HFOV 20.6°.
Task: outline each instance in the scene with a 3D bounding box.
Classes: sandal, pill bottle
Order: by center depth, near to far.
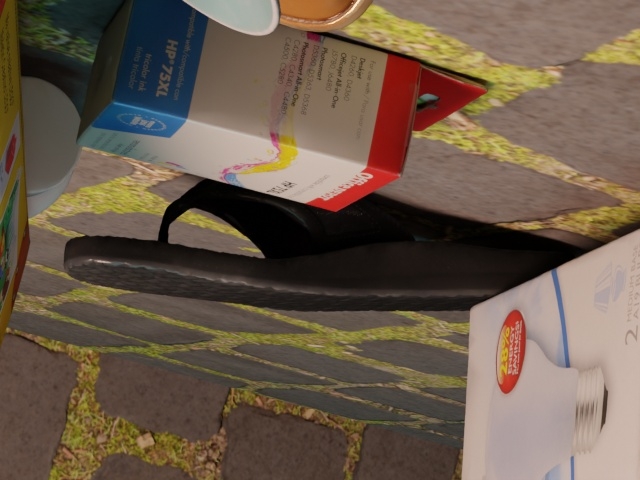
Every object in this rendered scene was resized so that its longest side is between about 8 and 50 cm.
[{"bbox_3d":[-0.245,-0.065,1.311,0.112,0.112,0.187,17,167,-24],"label":"pill bottle"},{"bbox_3d":[0.000,0.000,1.465,0.446,0.107,0.167,3,171,-24],"label":"sandal"}]

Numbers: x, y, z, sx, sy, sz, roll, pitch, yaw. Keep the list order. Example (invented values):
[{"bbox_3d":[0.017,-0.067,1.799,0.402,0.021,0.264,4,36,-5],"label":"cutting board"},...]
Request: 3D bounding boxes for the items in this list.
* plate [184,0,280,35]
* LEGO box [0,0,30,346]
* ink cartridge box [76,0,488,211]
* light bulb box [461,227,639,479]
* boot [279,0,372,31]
[{"bbox_3d":[-0.082,-0.163,0.772,0.188,0.024,0.188,40,169,10],"label":"plate"},{"bbox_3d":[-0.373,-0.059,1.008,0.372,0.193,0.500,14,156,-2],"label":"LEGO box"},{"bbox_3d":[-0.026,-0.080,1.117,0.231,0.078,0.134,14,168,-14],"label":"ink cartridge box"},{"bbox_3d":[0.257,0.202,1.296,0.225,0.358,0.361,9,165,-14],"label":"light bulb box"},{"bbox_3d":[-0.015,-0.162,0.777,0.152,0.073,0.197,30,161,-35],"label":"boot"}]
